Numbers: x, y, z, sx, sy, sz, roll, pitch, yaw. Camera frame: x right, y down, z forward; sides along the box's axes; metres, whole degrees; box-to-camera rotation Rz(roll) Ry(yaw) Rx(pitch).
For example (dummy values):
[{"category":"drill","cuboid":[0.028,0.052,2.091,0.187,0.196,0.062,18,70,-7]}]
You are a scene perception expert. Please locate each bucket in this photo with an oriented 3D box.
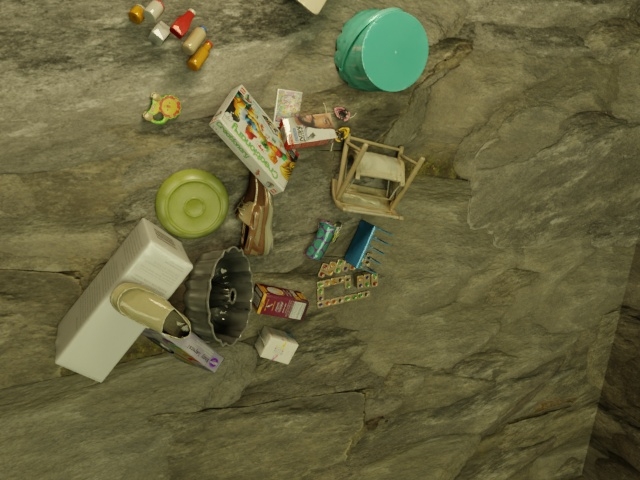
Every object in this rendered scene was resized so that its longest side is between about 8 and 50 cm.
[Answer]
[{"category":"bucket","cuboid":[0.201,-0.615,1.679,0.282,0.183,0.280,-8,112,-21]}]

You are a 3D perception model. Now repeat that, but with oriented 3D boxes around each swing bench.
[{"category":"swing bench","cuboid":[0.192,-0.221,1.844,0.254,0.165,0.254,8,111,-27]}]

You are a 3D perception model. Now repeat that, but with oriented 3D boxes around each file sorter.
[{"category":"file sorter","cuboid":[0.185,0.026,1.946,0.105,0.118,0.170,20,96,-24]}]

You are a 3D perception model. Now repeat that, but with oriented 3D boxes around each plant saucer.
[{"category":"plant saucer","cuboid":[-0.413,-0.112,1.684,0.241,0.037,0.240,-9,113,-21]}]

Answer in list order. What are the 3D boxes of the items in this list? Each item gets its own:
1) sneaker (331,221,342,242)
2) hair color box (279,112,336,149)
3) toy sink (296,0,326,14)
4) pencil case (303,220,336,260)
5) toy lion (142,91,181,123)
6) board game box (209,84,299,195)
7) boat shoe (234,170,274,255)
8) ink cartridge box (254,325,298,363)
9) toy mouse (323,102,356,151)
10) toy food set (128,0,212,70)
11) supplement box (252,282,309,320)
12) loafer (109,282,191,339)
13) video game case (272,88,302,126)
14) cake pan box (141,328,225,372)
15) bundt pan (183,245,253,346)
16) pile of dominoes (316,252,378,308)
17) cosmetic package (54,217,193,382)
[{"category":"sneaker","cuboid":[0.057,-0.030,1.933,0.083,0.031,0.035,-63,162,-8]},{"category":"hair color box","cuboid":[-0.042,-0.358,1.691,0.167,0.053,0.093,-12,82,-18]},{"category":"toy sink","cuboid":[-0.034,-0.806,1.533,0.153,0.131,0.234,29,91,-30]},{"category":"pencil case","cuboid":[0.000,0.000,1.896,0.070,0.064,0.151,27,100,9]},{"category":"toy lion","cuboid":[-0.472,-0.396,1.555,0.096,0.034,0.100,20,101,-37]},{"category":"board game box","cuboid":[-0.199,-0.314,1.628,0.305,0.053,0.192,48,42,-31]},{"category":"boat shoe","cuboid":[-0.225,-0.093,1.730,0.117,0.123,0.324,-7,110,-19]},{"category":"ink cartridge box","cuboid":[-0.176,0.392,1.952,0.143,0.092,0.089,23,100,-28]},{"category":"toy mouse","cuboid":[0.045,-0.413,1.774,0.161,0.031,0.143,-44,112,-8]},{"category":"toy food set","cuboid":[-0.410,-0.606,1.464,0.232,0.111,0.104,35,62,-20]},{"category":"supplement box","cuboid":[-0.150,0.226,1.892,0.188,0.104,0.080,14,103,-28]},{"category":"loafer","cuboid":[-0.469,0.205,1.475,0.269,0.092,0.101,38,70,-37]},{"category":"video game case","cuboid":[-0.109,-0.435,1.710,0.087,0.011,0.121,1,109,-25]},{"category":"cake pan box","cuboid":[-0.480,0.330,1.706,0.245,0.267,0.070,50,59,-30]},{"category":"bundt pan","cuboid":[-0.341,0.181,1.695,0.124,0.331,0.330,0,115,16]},{"category":"pile of dominoes","cuboid":[0.105,0.161,2.019,0.251,0.040,0.195,-11,114,-21]},{"category":"cosmetic package","cuboid":[-0.611,0.177,1.596,0.162,0.230,0.453,38,92,-31]}]
